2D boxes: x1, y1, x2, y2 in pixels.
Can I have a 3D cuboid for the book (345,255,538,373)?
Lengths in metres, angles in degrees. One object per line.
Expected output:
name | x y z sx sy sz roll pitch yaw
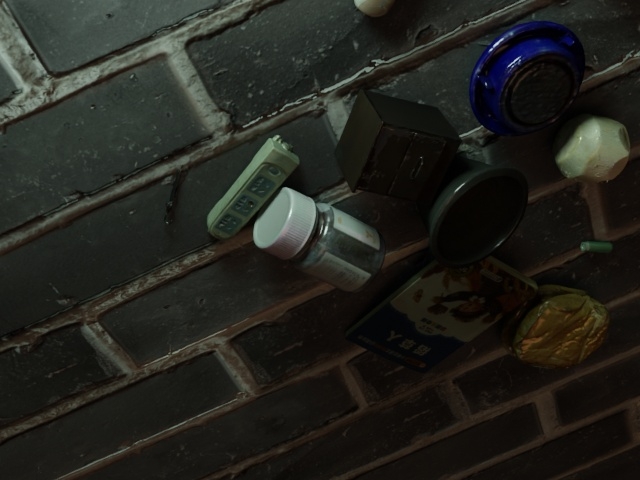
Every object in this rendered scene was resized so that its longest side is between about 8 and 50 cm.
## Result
book | 0.309 0.184 2.026 0.300 0.039 0.428 26 126 -30

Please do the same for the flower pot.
flower pot | 0.320 -0.086 1.776 0.269 0.166 0.269 -17 131 -21

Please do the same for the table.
table | 0.163 -0.194 1.662 0.193 0.172 0.169 10 122 -22

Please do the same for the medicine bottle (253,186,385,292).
medicine bottle | 0.000 0.000 1.769 0.273 0.165 0.165 27 115 -29

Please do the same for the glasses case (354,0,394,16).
glasses case | 0.130 -0.523 1.484 0.081 0.051 0.204 11 122 -22

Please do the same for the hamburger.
hamburger | 0.643 0.239 2.146 0.283 0.144 0.259 19 114 -23

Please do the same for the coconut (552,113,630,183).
coconut | 0.629 -0.207 1.799 0.162 0.161 0.161 16 120 -16

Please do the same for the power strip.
power strip | -0.157 -0.106 1.720 0.080 0.048 0.286 31 114 -31

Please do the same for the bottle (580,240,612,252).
bottle | 0.731 0.017 2.074 0.083 0.030 0.030 3 125 -17

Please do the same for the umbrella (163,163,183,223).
umbrella | -0.321 -0.100 1.695 0.022 0.022 0.149 17 115 1

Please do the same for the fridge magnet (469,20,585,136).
fridge magnet | 0.447 -0.338 1.675 0.265 0.112 0.265 -9 130 -11
